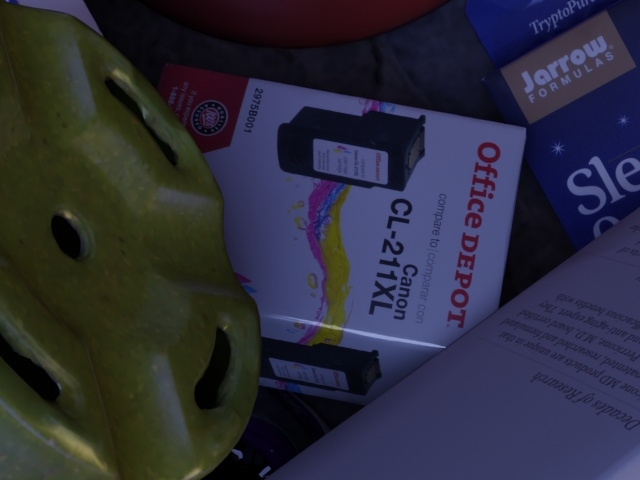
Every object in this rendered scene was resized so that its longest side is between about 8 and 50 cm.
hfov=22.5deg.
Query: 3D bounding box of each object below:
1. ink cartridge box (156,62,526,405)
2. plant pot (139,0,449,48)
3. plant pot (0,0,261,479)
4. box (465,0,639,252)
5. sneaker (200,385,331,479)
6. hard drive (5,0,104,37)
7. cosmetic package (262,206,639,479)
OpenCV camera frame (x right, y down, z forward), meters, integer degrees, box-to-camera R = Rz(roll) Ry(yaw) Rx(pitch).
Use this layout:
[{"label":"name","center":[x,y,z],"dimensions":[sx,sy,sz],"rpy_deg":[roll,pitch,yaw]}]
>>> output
[{"label":"ink cartridge box","center":[0.000,0.000,0.740],"dimensions":[0.175,0.072,0.127],"rpy_deg":[10,59,4]},{"label":"plant pot","center":[-0.023,-0.215,0.662],"dimensions":[0.274,0.243,0.275],"rpy_deg":[1,96,6]},{"label":"plant pot","center":[-0.170,0.046,0.574],"dimensions":[0.254,0.276,0.276],"rpy_deg":[-27,93,27]},{"label":"box","center":[0.170,-0.044,0.749],"dimensions":[0.136,0.036,0.225],"rpy_deg":[-28,92,23]},{"label":"sneaker","center":[-0.081,0.060,0.772],"dimensions":[0.223,0.098,0.083],"rpy_deg":[38,99,1]},{"label":"hard drive","center":[-0.244,-0.092,0.721],"dimensions":[0.318,0.040,0.210],"rpy_deg":[-26,94,40]},{"label":"cosmetic package","center":[0.098,0.147,0.622],"dimensions":[0.365,0.155,0.197],"rpy_deg":[-36,112,-16]}]
